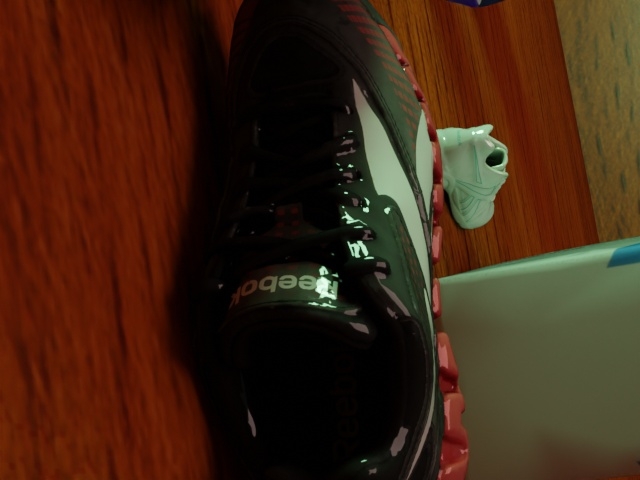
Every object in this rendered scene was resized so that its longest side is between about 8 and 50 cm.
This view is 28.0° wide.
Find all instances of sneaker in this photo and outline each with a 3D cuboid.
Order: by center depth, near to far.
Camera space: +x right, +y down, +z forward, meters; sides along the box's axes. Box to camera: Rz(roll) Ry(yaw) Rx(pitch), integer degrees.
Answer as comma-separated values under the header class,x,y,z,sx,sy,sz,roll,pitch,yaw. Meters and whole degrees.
class,x,y,z,sx,sy,sz,roll,pitch,yaw
sneaker,0.001,0.000,0.547,0.135,0.098,0.276,34,48,-70
sneaker,0.135,-0.052,1.096,0.152,0.061,0.053,48,32,-62

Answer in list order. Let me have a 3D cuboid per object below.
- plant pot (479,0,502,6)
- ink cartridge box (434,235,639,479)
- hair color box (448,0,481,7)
class,x,y,z,sx,sy,sz,roll,pitch,yaw
plant pot,0.252,-0.442,1.484,0.236,0.212,0.236,-80,152,-50
ink cartridge box,0.275,0.079,1.071,0.395,0.285,0.166,-6,86,-73
hair color box,0.050,-0.292,0.763,0.185,0.110,0.339,-71,159,-5
